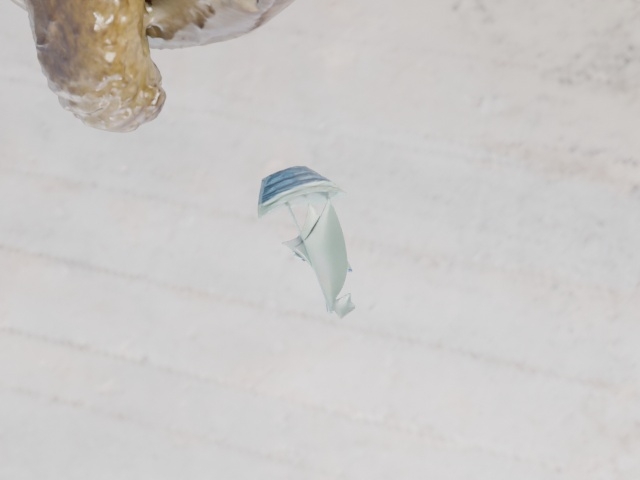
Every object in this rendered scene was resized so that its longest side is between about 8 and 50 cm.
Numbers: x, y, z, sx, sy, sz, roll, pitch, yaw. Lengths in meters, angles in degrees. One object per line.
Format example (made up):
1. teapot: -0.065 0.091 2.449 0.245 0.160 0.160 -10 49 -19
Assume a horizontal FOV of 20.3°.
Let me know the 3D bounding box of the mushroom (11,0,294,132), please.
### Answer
1. mushroom: -0.162 -0.275 1.346 0.345 0.239 0.345 2 130 2

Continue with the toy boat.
1. toy boat: 0.003 -0.009 1.677 0.149 0.105 0.034 49 138 -6
